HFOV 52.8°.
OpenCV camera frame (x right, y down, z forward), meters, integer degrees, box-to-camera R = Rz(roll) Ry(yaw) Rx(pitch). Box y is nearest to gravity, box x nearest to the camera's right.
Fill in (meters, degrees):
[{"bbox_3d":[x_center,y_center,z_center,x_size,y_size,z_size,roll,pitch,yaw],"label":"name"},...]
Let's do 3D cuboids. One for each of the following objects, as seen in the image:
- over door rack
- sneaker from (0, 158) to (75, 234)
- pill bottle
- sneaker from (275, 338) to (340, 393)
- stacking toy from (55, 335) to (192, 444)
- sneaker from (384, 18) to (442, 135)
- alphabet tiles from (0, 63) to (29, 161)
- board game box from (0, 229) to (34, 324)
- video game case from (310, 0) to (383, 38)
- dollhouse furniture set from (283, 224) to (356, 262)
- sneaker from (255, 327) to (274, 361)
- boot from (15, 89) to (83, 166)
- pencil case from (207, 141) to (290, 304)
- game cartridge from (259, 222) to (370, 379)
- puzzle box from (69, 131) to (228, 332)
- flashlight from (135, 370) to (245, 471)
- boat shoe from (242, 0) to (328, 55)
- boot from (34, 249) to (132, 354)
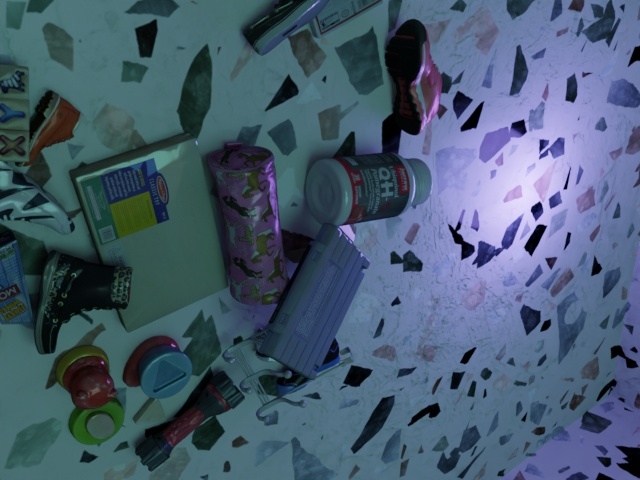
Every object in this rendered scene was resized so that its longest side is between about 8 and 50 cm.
[{"bbox_3d":[-0.069,0.315,1.729,0.324,0.108,0.239,-32,117,-16],"label":"over door rack"},{"bbox_3d":[-0.601,-0.054,1.229,0.153,0.094,0.235,-47,132,-6],"label":"sneaker"},{"bbox_3d":[0.135,-0.140,1.697,0.319,0.176,0.176,-11,119,-34],"label":"pill bottle"},{"bbox_3d":[-0.041,0.359,1.899,0.232,0.081,0.090,-29,125,-32],"label":"sneaker"},{"bbox_3d":[-0.458,0.385,1.549,0.309,0.130,0.279,-7,117,-35],"label":"stacking toy"},{"bbox_3d":[0.257,-0.440,1.697,0.136,0.116,0.313,-37,138,-30],"label":"sneaker"},{"bbox_3d":[-0.674,-0.222,1.082,0.343,0.011,0.285,-2,102,-31],"label":"alphabet tiles"},{"bbox_3d":[-0.666,0.108,1.288,0.194,0.060,0.194,-29,127,-23],"label":"board game box"},{"bbox_3d":[0.031,-0.633,1.457,0.204,0.025,0.285,-34,130,-18],"label":"video game case"},{"bbox_3d":[0.000,0.000,1.769,0.144,0.123,0.151,44,49,-43],"label":"dollhouse furniture set"},{"bbox_3d":[-0.074,0.270,1.821,0.235,0.090,0.094,-10,109,-35],"label":"sneaker"},{"bbox_3d":[-0.521,-0.199,1.240,0.085,0.059,0.158,33,90,-48],"label":"boot"},{"bbox_3d":[-0.163,-0.035,1.526,0.160,0.167,0.386,-40,135,-44],"label":"pencil case"},{"bbox_3d":[-0.009,0.155,1.626,0.230,0.068,0.355,42,70,-47],"label":"game cartridge"},{"bbox_3d":[-0.369,-0.014,1.458,0.272,0.052,0.408,-24,125,-26],"label":"puzzle box"},{"bbox_3d":[-0.345,0.479,1.705,0.304,0.103,0.103,-39,132,-16],"label":"flashlight"},{"bbox_3d":[-0.071,-0.497,1.410,0.219,0.078,0.070,-39,88,-10],"label":"boat shoe"},{"bbox_3d":[-0.504,0.145,1.374,0.179,0.085,0.236,9,107,-15],"label":"boot"}]
